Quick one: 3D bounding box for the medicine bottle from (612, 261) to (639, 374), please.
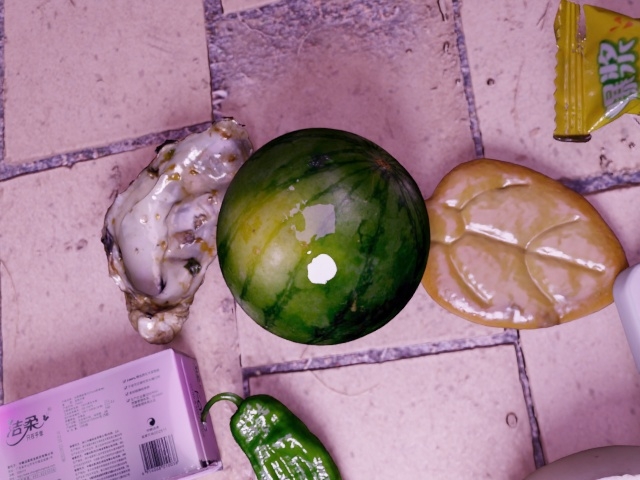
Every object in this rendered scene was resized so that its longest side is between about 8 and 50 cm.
[{"bbox_3d":[0.398,0.106,0.873,0.119,0.069,0.183,-13,75,-7],"label":"medicine bottle"}]

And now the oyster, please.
[{"bbox_3d":[-0.174,-0.022,1.041,0.166,0.094,0.294,38,74,1],"label":"oyster"}]

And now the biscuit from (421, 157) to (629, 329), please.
[{"bbox_3d":[0.234,0.008,0.954,0.260,0.041,0.203,19,78,12],"label":"biscuit"}]

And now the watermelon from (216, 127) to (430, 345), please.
[{"bbox_3d":[0.002,-0.003,0.909,0.242,0.242,0.242,-3,74,11],"label":"watermelon"}]

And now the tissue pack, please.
[{"bbox_3d":[-0.257,0.235,0.971,0.246,0.092,0.149,-19,73,6],"label":"tissue pack"}]

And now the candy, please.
[{"bbox_3d":[0.423,-0.202,0.959,0.297,0.081,0.187,2,75,1],"label":"candy"}]

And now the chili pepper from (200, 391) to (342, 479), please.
[{"bbox_3d":[-0.031,0.271,0.922,0.100,0.074,0.257,-35,71,0],"label":"chili pepper"}]

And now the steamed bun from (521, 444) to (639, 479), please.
[{"bbox_3d":[0.296,0.355,0.757,0.324,0.206,0.324,-3,71,10],"label":"steamed bun"}]
